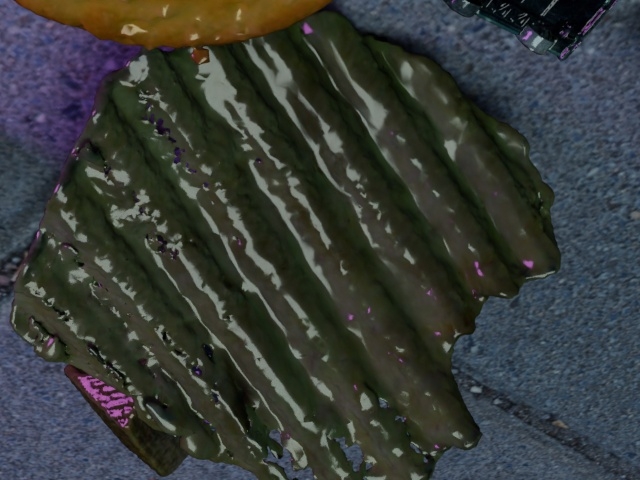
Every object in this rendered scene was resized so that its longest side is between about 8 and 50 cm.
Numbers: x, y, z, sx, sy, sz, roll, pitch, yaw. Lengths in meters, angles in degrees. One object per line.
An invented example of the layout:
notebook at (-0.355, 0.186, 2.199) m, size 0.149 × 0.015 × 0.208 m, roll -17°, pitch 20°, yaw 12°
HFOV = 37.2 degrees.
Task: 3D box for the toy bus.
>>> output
toy bus at (0.130, -0.203, 0.682) m, size 0.160 × 0.091 × 0.079 m, roll 16°, pitch 129°, yaw -32°

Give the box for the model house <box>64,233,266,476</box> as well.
model house at (-0.115, 0.094, 0.869) m, size 0.214 × 0.189 × 0.195 m, roll -12°, pitch 138°, yaw 5°

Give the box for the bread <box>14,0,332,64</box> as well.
bread at (-0.118, -0.219, 0.547) m, size 0.340 × 0.194 × 0.179 m, roll 19°, pitch 127°, yaw -32°

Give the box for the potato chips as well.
potato chips at (-0.016, 0.009, 0.733) m, size 0.389 × 0.097 × 0.373 m, roll 31°, pitch 89°, yaw -19°
